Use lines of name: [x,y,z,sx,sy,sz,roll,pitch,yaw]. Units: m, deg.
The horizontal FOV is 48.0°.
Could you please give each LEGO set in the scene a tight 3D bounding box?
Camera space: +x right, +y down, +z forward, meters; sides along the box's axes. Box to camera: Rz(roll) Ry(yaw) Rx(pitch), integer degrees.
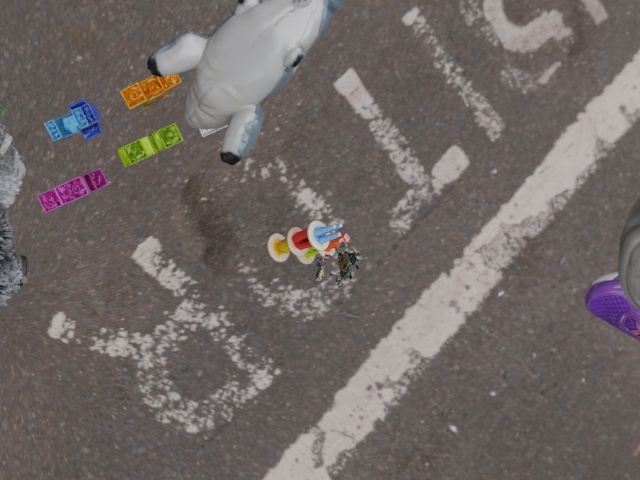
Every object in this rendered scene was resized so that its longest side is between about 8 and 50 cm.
LEGO set: [0.026,0.028,0.842,0.023,0.083,0.054,17,88,-32]
LEGO set: [-0.184,-0.120,0.733,0.227,0.093,0.087,-24,101,2]

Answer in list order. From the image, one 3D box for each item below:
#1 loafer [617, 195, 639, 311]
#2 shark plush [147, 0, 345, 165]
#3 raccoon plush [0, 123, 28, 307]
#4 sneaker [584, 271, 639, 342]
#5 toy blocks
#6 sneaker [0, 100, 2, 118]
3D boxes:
loafer: [0.287,-0.002,0.279,0.112,0.319,0.111,76,25,-44]
shark plush: [-0.028,-0.118,0.396,0.073,0.161,0.067,40,26,-1]
raccoon plush: [-0.620,-0.016,1.141,0.216,0.446,0.299,10,119,3]
sneaker: [0.471,0.128,0.972,0.236,0.095,0.104,26,51,15]
toy blocks: [0.000,0.000,1.257,0.123,0.148,0.054,6,73,-47]
sneaker: [-0.467,-0.070,0.861,0.134,0.343,0.146,1,64,-38]
